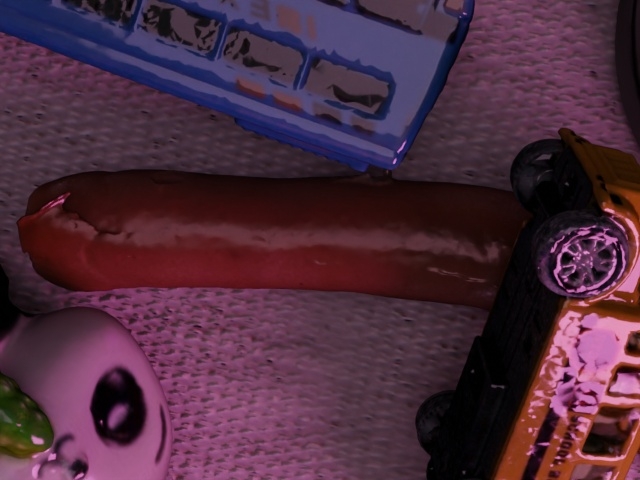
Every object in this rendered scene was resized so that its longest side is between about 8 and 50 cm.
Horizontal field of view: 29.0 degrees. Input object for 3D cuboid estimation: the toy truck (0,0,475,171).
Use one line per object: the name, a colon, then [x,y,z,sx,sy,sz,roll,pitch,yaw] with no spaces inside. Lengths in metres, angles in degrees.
toy truck: [-0.092,-0.179,0.835,0.385,0.161,0.162,21,99,1]

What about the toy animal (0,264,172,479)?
toy animal: [-0.232,0.119,0.830,0.267,0.212,0.212,29,94,2]

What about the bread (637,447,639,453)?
bread: [0.256,0.083,0.880,0.119,0.067,0.192,30,95,-10]

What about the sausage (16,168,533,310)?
sausage: [0.000,0.000,0.875,0.419,0.094,0.094,4,134,2]

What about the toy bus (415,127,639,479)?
toy bus: [0.145,0.102,0.803,0.123,0.121,0.335,12,117,-9]

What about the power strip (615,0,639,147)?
power strip: [0.379,-0.151,0.817,0.358,0.161,0.357,0,92,2]
